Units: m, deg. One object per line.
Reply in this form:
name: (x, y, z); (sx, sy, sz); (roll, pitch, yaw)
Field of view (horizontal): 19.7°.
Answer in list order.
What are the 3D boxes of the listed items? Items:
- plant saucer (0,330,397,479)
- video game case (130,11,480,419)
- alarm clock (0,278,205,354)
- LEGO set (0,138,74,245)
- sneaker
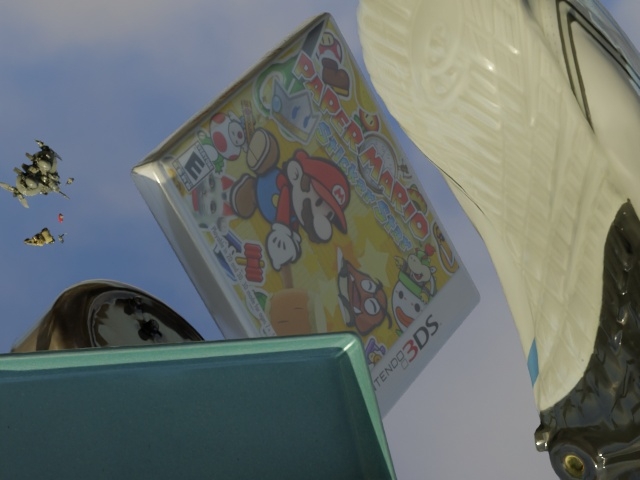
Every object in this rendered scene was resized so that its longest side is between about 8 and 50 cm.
plant saucer: (-0.059, 0.070, 0.656); (0.192, 0.067, 0.018); (-2, 160, -34)
video game case: (0.000, 0.000, 1.152); (0.026, 0.227, 0.206); (-14, -158, 41)
alarm clock: (-0.117, 0.079, 1.003); (0.064, 0.192, 0.129); (-45, -123, 28)
LEGO set: (-0.209, -0.038, 1.386); (0.054, 0.083, 0.023); (-22, 172, -12)
sneaker: (0.093, 0.002, 0.575); (0.086, 0.237, 0.085); (-17, 169, -45)
